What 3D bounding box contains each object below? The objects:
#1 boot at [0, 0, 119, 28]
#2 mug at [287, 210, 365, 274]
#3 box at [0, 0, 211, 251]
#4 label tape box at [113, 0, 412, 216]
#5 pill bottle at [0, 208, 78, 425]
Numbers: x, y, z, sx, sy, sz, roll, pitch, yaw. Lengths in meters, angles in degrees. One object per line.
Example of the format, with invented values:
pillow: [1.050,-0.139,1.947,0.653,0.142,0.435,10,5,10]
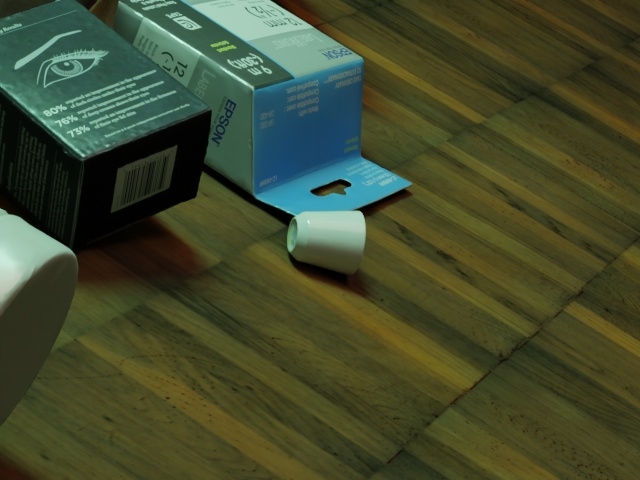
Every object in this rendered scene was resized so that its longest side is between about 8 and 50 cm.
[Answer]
boot: [-0.293,-0.250,1.756,0.207,0.248,0.090,1,3,-38]
mug: [0.001,0.002,1.753,0.064,0.078,0.062,7,62,-18]
box: [-0.224,-0.108,1.638,0.153,0.108,0.207,-25,53,-38]
label tape box: [-0.074,-0.164,1.928,0.348,0.115,0.249,32,25,18]
pill bottle: [-0.360,-0.006,1.236,0.361,0.204,0.204,30,25,9]
